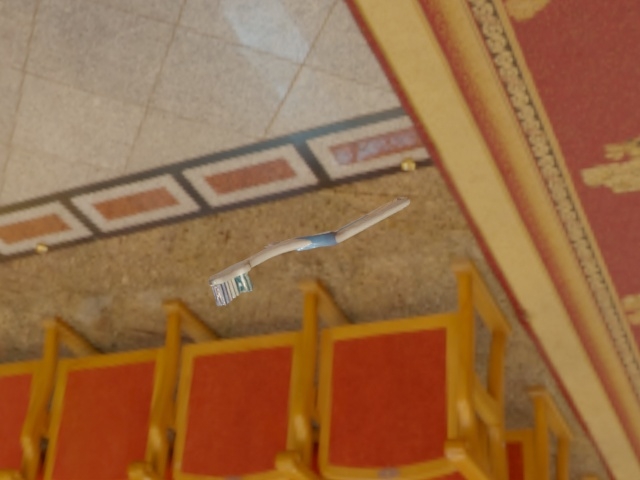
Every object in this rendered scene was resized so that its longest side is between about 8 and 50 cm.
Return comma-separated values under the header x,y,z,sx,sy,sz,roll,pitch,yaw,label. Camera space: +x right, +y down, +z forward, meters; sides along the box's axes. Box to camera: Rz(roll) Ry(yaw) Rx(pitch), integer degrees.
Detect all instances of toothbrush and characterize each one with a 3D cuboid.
x,y,z,sx,sy,sz,roll,pitch,yaw,label
-0.001,-0.004,1.253,0.040,0.040,0.386,-28,179,43,toothbrush
